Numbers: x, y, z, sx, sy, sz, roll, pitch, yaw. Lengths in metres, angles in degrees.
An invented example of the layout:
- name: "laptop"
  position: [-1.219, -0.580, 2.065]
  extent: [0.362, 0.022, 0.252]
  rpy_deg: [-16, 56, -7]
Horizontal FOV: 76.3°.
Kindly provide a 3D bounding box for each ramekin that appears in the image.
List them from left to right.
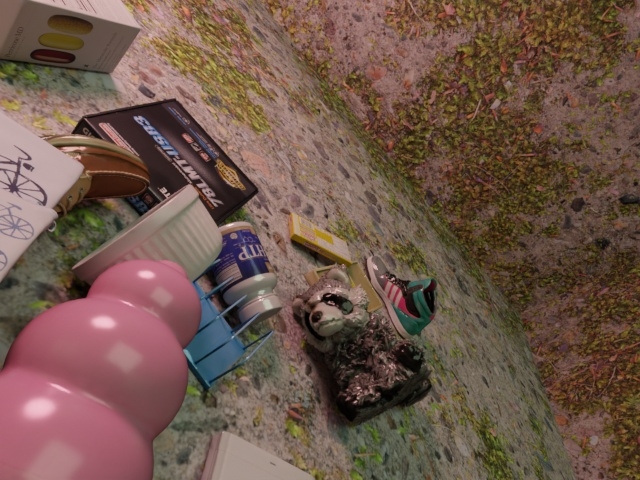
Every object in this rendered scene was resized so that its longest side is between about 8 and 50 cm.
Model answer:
- name: "ramekin"
  position: [-0.248, 0.017, 0.622]
  extent: [0.109, 0.207, 0.207]
  rpy_deg: [55, 26, -19]

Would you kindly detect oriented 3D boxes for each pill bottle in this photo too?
- name: "pill bottle"
  position: [-0.150, 0.067, 0.808]
  extent: [0.112, 0.112, 0.186]
  rpy_deg: [-1, 59, -58]

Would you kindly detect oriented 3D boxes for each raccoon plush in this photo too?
- name: "raccoon plush"
  position: [0.090, 0.259, 0.981]
  extent: [0.299, 0.216, 0.446]
  rpy_deg: [55, -6, 32]

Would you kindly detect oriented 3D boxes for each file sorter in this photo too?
- name: "file sorter"
  position: [-0.180, 0.133, 0.694]
  extent: [0.170, 0.104, 0.118]
  rpy_deg: [53, 27, -1]

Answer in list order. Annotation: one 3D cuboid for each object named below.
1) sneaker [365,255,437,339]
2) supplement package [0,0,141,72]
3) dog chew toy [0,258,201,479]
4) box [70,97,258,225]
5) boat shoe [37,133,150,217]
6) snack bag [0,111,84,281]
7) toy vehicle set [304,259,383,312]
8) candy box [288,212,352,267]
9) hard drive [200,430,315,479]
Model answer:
- name: "sneaker"
  position: [0.277, 0.148, 1.314]
  extent: [0.124, 0.178, 0.295]
  rpy_deg: [0, 58, -58]
- name: "supplement package"
  position: [-0.509, -0.433, 0.786]
  extent: [0.134, 0.139, 0.244]
  rpy_deg: [54, 28, 1]
- name: "dog chew toy"
  position: [-0.236, 0.155, 0.417]
  extent: [0.206, 0.207, 0.331]
  rpy_deg: [42, 47, -23]
- name: "box"
  position: [-0.303, -0.152, 0.867]
  extent: [0.295, 0.073, 0.293]
  rpy_deg: [49, 27, -8]
- name: "boat shoe"
  position: [-0.408, -0.079, 0.581]
  extent: [0.324, 0.122, 0.120]
  rpy_deg: [-3, 66, -49]
- name: "snack bag"
  position: [-0.401, -0.101, 0.369]
  extent: [0.323, 0.037, 0.342]
  rpy_deg: [38, 17, -27]
- name: "toy vehicle set"
  position: [0.075, 0.146, 1.155]
  extent: [0.267, 0.035, 0.166]
  rpy_deg: [-5, 62, -59]
- name: "candy box"
  position: [0.000, 0.000, 1.173]
  extent: [0.206, 0.027, 0.105]
  rpy_deg: [29, 30, -26]
- name: "hard drive"
  position: [-0.096, 0.446, 0.538]
  extent: [0.203, 0.040, 0.307]
  rpy_deg: [41, 29, -24]
